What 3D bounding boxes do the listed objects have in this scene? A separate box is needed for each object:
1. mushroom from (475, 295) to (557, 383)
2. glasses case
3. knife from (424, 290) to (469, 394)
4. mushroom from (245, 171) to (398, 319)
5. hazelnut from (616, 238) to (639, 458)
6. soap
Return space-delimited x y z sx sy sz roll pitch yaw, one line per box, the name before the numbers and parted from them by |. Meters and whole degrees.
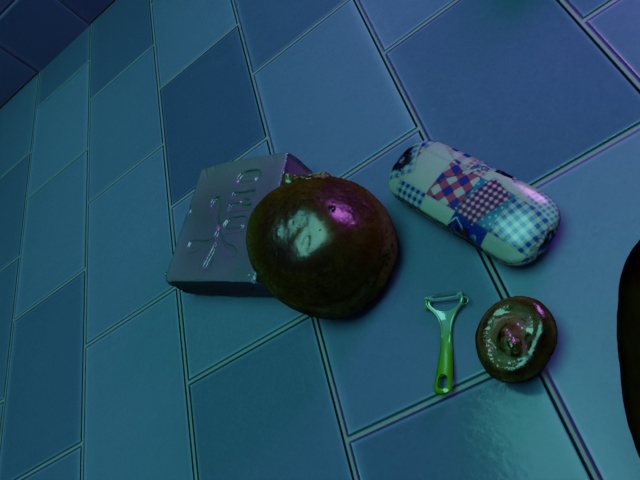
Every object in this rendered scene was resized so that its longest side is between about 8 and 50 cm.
mushroom | 0.278 0.140 0.811 0.126 0.085 0.109 -52 12 5
glasses case | 0.243 -0.071 0.955 0.125 0.076 0.327 -54 46 3
knife | 0.198 0.160 0.899 0.078 0.022 0.166 -16 56 38
mushroom | -0.006 -0.011 1.026 0.263 0.195 0.283 -24 50 8
hazelnut | 0.463 0.130 0.497 0.402 0.402 0.430 -24 61 25
soap | -0.175 -0.027 1.233 0.285 0.107 0.297 -5 63 38
